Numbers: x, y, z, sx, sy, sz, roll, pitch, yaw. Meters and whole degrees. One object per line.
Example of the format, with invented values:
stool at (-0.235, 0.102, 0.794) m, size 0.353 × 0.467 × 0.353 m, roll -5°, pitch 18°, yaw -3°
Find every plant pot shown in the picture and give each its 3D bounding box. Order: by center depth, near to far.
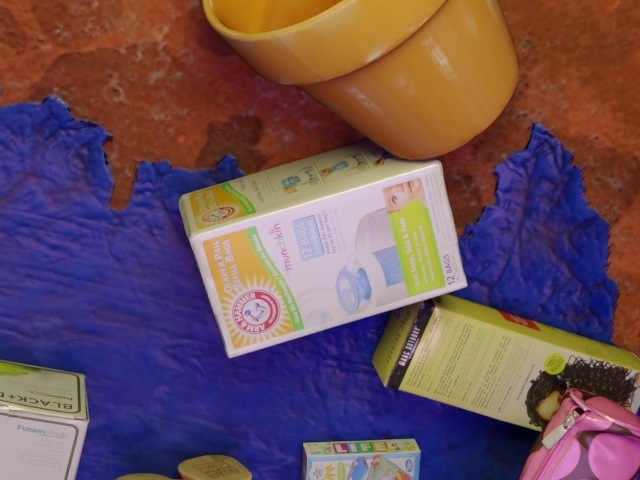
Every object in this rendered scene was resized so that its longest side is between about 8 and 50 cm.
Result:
plant pot at (0.049, -0.166, 1.061) m, size 0.205 × 0.205 × 0.188 m, roll -39°, pitch 128°, yaw 5°

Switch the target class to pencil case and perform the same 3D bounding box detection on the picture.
pencil case at (0.193, 0.225, 1.206) m, size 0.098 × 0.095 × 0.209 m, roll 19°, pitch 100°, yaw -55°

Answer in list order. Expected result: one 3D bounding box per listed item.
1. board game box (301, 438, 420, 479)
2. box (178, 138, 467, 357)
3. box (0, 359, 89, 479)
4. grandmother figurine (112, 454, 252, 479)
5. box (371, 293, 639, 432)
board game box at (0.033, 0.255, 1.295) m, size 0.104 × 0.026 × 0.154 m, roll -1°, pitch 111°, yaw -10°
box at (0.000, 0.000, 1.151) m, size 0.203 × 0.103 × 0.114 m, roll -16°, pitch 112°, yaw -4°
box at (-0.305, 0.242, 1.196) m, size 0.169 × 0.087 × 0.289 m, roll 11°, pitch 109°, yaw -14°
grandmother figurine at (-0.104, 0.365, 1.247) m, size 0.208 × 0.104 × 0.342 m, roll -6°, pitch 103°, yaw -27°
box at (0.169, 0.112, 1.249) m, size 0.232 × 0.058 × 0.087 m, roll 17°, pitch 106°, yaw -15°
